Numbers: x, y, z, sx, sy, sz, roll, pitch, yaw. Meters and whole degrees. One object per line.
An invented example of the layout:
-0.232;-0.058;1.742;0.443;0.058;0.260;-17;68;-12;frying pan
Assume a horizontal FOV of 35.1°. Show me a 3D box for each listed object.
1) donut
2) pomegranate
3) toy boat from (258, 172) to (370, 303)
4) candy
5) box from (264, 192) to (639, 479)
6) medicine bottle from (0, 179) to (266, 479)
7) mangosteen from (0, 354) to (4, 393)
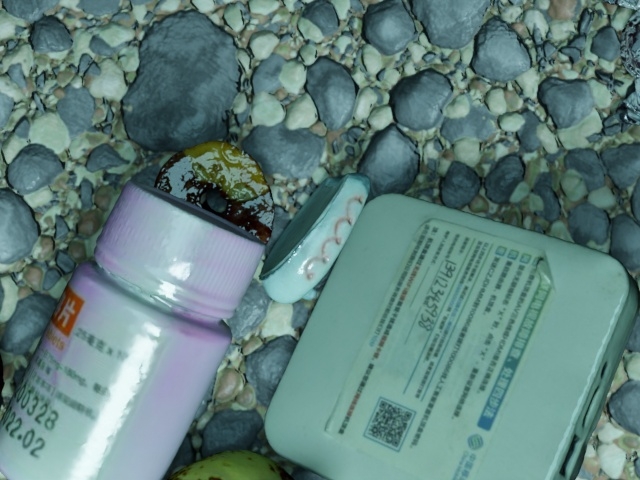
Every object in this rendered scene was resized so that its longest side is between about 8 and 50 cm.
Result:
-0.146;-0.043;1.416;0.166;0.073;0.184;-32;83;-5;donut
-0.098;0.349;1.242;0.222;0.276;0.204;-27;70;-40;pomegranate
0.000;0.000;1.387;0.079;0.134;0.207;38;77;-18;toy boat
0.467;-0.279;1.492;0.094;0.051;0.226;2;79;2;candy
0.163;0.160;1.292;0.397;0.111;0.395;19;79;33;box
-0.237;0.135;1.270;0.219;0.219;0.388;26;94;3;medicine bottle
-0.498;0.190;1.326;0.166;0.166;0.180;17;110;1;mangosteen
